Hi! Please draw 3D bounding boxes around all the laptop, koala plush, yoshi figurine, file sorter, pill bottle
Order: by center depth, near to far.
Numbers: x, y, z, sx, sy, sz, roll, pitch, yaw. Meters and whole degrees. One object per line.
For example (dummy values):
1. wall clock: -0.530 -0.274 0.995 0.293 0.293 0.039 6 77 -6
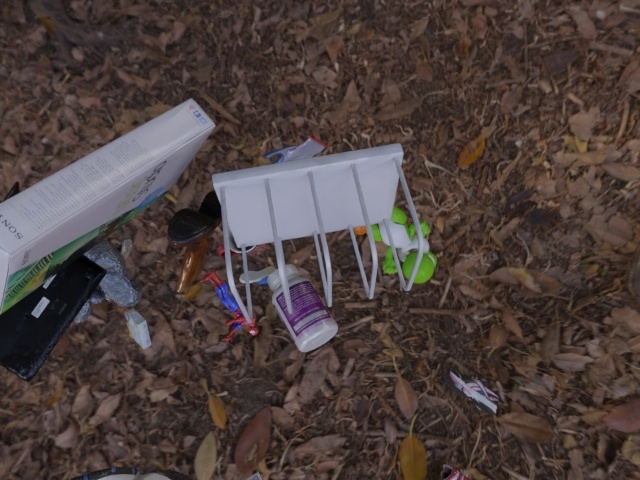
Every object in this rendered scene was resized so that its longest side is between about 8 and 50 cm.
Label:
1. file sorter: 0.000 0.000 0.718 0.277 0.193 0.173 -11 62 -4
2. laptop: -0.528 0.064 0.830 0.264 0.136 0.234 36 93 -5
3. koala plush: -0.590 0.066 1.258 0.196 0.221 0.204 -16 113 -8
4. yoshi figurine: 0.286 0.019 1.630 0.203 0.362 0.203 -1 54 59
5. pill bottle: -0.076 0.242 1.735 0.169 0.169 0.302 -36 66 6

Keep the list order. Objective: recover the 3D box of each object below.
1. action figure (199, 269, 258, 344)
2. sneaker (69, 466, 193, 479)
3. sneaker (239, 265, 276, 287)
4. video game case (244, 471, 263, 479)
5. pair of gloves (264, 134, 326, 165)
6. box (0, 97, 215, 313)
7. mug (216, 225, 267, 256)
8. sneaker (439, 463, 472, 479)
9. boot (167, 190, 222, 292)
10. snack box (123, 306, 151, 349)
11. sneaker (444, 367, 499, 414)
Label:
1. action figure: -0.338 0.256 1.668 0.280 0.091 0.139 49 56 -12
2. sneaker: -0.227 0.333 0.580 0.080 0.211 0.081 -22 59 12
3. sneaker: -0.250 0.158 1.858 0.152 0.085 0.058 -17 51 -31
4. video game case: -0.138 0.459 0.778 0.121 0.011 0.087 -28 61 -12
5. pair of gloves: -0.030 -0.150 1.021 0.159 0.198 0.023 -31 50 28
6. box: -0.305 -0.049 0.641 0.058 0.322 0.232 48 139 -7
7. mug: -0.252 -0.004 1.521 0.150 0.169 0.113 -4 81 5
8. sneaker: 0.239 0.469 0.888 0.067 0.042 0.119 36 127 9
9. boot: -0.361 0.027 1.275 0.096 0.264 0.281 24 120 -6
10. snack box: -0.686 0.329 1.761 0.100 0.141 0.037 30 44 29
11. sneaker: 0.446 0.426 1.376 0.178 0.072 0.077 40 63 -2
